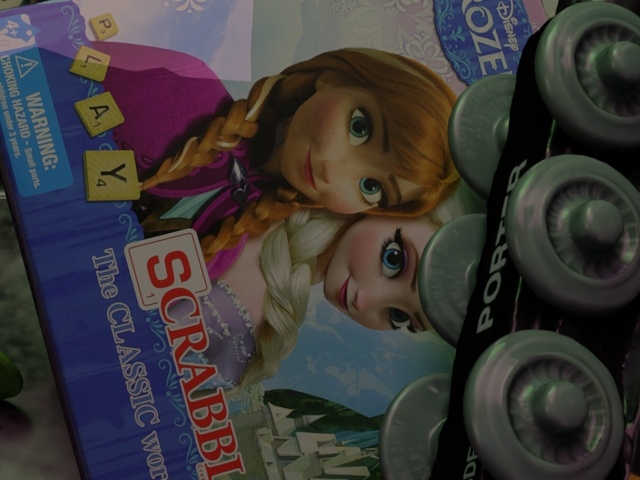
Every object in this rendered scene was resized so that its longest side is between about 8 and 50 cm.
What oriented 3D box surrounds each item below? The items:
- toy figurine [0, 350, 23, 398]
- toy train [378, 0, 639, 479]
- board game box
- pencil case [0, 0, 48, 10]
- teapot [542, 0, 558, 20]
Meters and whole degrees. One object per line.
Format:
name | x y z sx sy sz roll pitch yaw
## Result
toy figurine | -0.277 0.107 0.872 0.173 0.130 0.159 27 59 -5
toy train | 0.152 0.030 0.770 0.190 0.142 0.334 21 66 -15
board game box | 0.000 0.000 0.860 0.318 0.066 0.319 -15 81 -14
pencil case | -0.332 -0.085 1.006 0.160 0.183 0.410 38 53 18
teapot | 0.247 -0.137 1.058 0.252 0.187 0.256 1 66 31
